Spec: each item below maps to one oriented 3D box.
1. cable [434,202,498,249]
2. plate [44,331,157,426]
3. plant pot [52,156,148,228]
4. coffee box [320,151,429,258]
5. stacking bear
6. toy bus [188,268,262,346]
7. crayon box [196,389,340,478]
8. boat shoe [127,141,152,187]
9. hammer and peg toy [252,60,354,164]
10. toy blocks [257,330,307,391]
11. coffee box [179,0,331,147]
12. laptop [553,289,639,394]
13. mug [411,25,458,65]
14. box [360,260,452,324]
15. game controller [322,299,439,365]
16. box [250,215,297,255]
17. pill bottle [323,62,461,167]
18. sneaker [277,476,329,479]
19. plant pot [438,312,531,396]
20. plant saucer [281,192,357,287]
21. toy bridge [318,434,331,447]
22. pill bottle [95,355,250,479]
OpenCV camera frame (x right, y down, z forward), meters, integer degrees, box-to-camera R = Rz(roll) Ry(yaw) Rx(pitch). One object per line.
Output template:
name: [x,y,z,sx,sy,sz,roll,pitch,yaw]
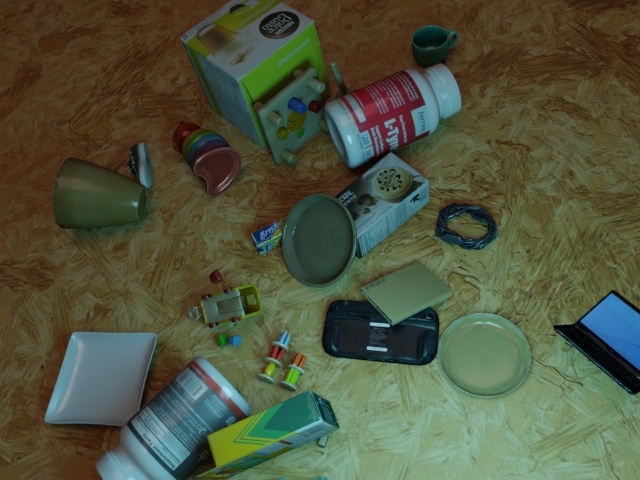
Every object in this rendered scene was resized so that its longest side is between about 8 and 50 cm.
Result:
cable: [0.439,-0.044,1.919,0.184,0.047,0.151,12,55,21]
plate: [-0.617,0.396,1.843,0.277,0.045,0.277,-1,56,11]
plant pot: [-0.710,-0.139,2.128,0.254,0.237,0.237,8,58,-1]
coffee box: [0.168,-0.108,1.966,0.297,0.119,0.168,-38,59,-14]
stacking bear: [-0.408,-0.309,2.204,0.164,0.175,0.289,-39,51,-12]
toy bus: [-0.263,0.189,1.868,0.202,0.191,0.104,37,28,29]
crayon box: [-0.131,0.476,1.566,0.322,0.203,0.083,-25,65,3]
boat shoe: [-0.637,-0.257,2.263,0.070,0.078,0.219,-17,47,-1]
hammer and peg toy: [-0.050,-0.450,2.148,0.361,0.266,0.127,-43,59,-16]
toy blocks: [-0.091,0.327,1.774,0.123,0.054,0.148,13,60,20]
coffee box: [-0.213,-0.600,2.236,0.337,0.338,0.334,-42,59,-15]
laptop: [0.748,0.243,1.603,0.234,0.264,0.137,45,111,32]
mug: [0.408,-0.691,2.314,0.157,0.097,0.130,7,58,15]
box: [0.237,0.143,1.799,0.201,0.021,0.164,-23,41,-19]
game controller: [0.164,0.251,1.777,0.319,0.067,0.167,3,72,14]
box: [-0.129,-0.023,2.012,0.168,0.054,0.059,-26,56,-7]
pill bottle: [0.234,-0.413,2.087,0.407,0.229,0.229,-25,56,-4]
sneaker: [0.010,0.618,1.537,0.275,0.107,0.110,0,48,12]
plant pot: [0.429,0.303,1.695,0.236,0.032,0.236,-5,56,7]
plant saucer: [0.000,0.000,1.895,0.277,0.041,0.278,-2,87,39]
toy bridge: [-0.062,0.486,1.680,0.188,0.026,0.063,10,59,17]
pill bottle: [-0.371,0.488,1.632,0.363,0.210,0.210,-43,59,-16]
